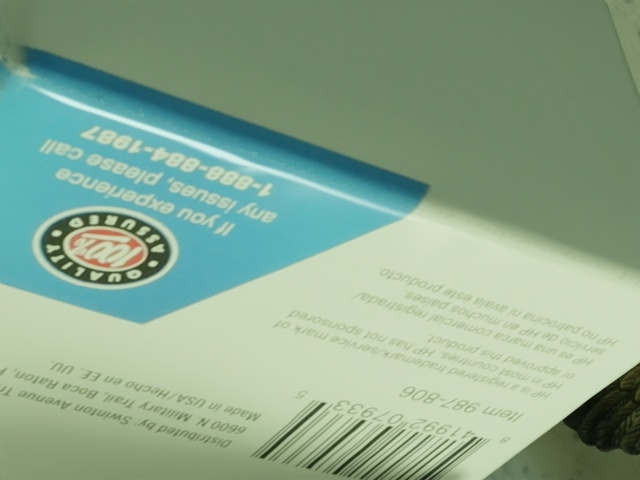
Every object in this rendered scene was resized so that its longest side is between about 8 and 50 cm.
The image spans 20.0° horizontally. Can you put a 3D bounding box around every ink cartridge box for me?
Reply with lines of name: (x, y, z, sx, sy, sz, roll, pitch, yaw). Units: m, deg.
ink cartridge box: (-0.096, 0.036, 0.722, 0.285, 0.395, 0.166, 18, 45, -33)

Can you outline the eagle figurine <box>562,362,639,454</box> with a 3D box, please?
eagle figurine: (0.256, 0.089, 1.180, 0.226, 0.225, 0.298, -4, 70, -23)
